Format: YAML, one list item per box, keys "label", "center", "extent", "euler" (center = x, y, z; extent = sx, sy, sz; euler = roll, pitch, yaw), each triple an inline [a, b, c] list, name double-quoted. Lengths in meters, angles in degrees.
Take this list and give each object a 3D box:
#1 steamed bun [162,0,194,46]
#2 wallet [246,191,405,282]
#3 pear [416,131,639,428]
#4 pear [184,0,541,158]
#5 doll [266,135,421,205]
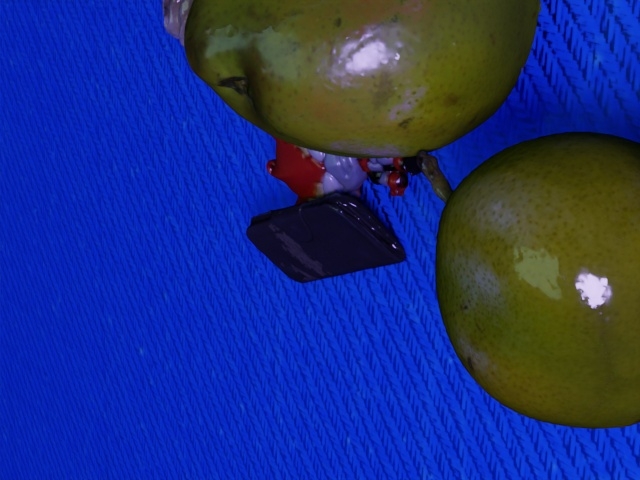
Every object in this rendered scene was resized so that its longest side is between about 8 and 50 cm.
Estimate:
- label: "steamed bun"
  center: [-0.092, -0.262, 1.149]
  extent: [0.192, 0.106, 0.177]
  euler: [59, 141, 30]
- label: "wallet"
  center: [0.000, 0.000, 1.137]
  extent: [0.082, 0.018, 0.157]
  euler: [42, 153, -22]
- label: "pear"
  center: [0.133, 0.015, 0.831]
  extent: [0.216, 0.166, 0.180]
  euler: [28, 139, 30]
- label: "pear"
  center: [0.024, -0.134, 0.905]
  extent: [0.187, 0.220, 0.187]
  euler: [39, 135, 54]
- label: "doll"
  center: [0.014, -0.067, 1.099]
  extent: [0.169, 0.057, 0.109]
  euler: [-9, 110, 44]
